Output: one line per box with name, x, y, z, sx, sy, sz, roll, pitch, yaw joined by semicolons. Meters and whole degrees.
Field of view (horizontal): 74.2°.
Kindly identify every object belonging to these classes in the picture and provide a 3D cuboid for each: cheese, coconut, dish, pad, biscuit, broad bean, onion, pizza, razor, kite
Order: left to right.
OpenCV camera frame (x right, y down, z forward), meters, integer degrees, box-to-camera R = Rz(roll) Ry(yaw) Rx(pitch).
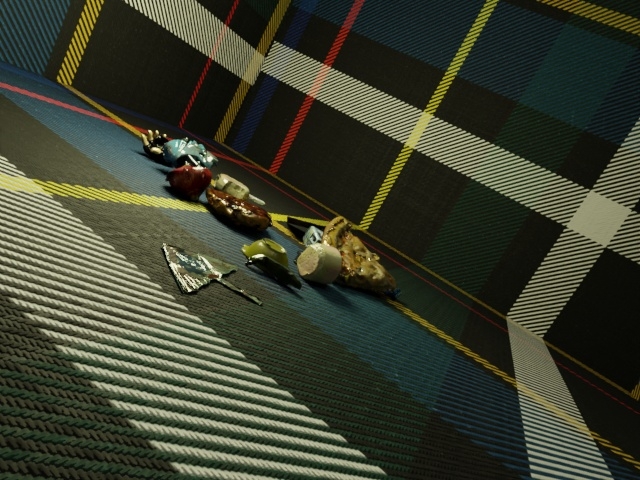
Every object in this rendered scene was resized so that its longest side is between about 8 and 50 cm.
onion;-0.528;-0.234;1.717;0.183;0.147;0.184;-5;-2;0
kite;-0.293;0.090;1.121;0.314;0.012;0.335;31;12;4
biscuit;-0.344;-0.124;1.787;0.289;0.081;0.334;21;9;-34
cheese;-0.411;-0.251;2.189;0.286;0.082;0.163;26;12;-22
dish;-0.176;0.044;1.451;0.207;0.080;0.148;35;12;20
broad bean;-0.143;0.094;1.357;0.195;0.061;0.046;25;-29;-2
pad;-0.075;-0.079;2.138;0.202;0.005;0.300;15;-4;-5
coconut;0.005;0.087;1.556;0.152;0.147;0.147;16;17;-42
pizza;0.123;0.072;1.809;0.435;0.080;0.391;48;30;19
razor;0.235;0.153;1.961;0.324;0.056;0.093;46;30;11

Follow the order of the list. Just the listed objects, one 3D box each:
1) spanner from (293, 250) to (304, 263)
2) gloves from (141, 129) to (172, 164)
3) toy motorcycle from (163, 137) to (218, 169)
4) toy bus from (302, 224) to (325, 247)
spanner;-0.084;0.069;1.740;0.046;0.012;0.208;30;11;-1
gloves;-0.775;-0.449;2.036;0.203;0.124;0.164;31;26;-40
toy motorcycle;-0.613;-0.399;2.014;0.232;0.172;0.416;44;15;-22
toy bus;0.077;0.045;2.041;0.329;0.109;0.136;24;23;-22
